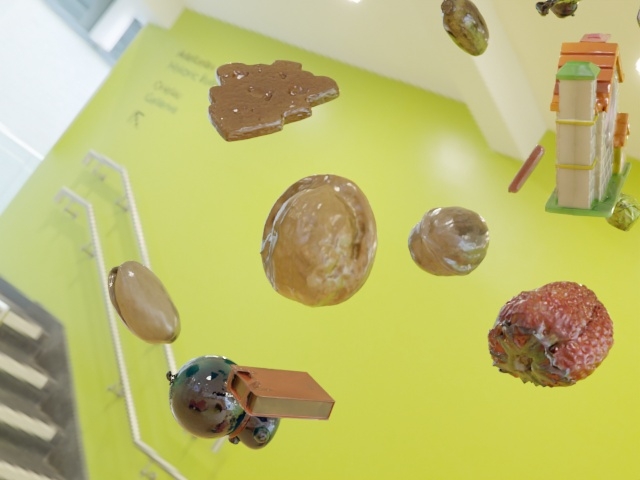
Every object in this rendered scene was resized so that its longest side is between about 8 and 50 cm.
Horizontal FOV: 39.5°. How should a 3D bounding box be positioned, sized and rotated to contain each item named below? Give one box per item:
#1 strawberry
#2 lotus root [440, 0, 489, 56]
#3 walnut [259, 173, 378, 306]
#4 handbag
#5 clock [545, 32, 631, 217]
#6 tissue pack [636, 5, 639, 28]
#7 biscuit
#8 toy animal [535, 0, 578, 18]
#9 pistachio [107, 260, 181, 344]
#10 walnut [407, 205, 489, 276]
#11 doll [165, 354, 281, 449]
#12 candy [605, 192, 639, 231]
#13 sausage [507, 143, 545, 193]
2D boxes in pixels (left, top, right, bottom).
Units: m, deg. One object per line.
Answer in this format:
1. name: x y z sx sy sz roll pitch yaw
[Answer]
1. strawberry: 0.552 0.212 2.123 0.250 0.288 0.238 48 -30 -8
2. lotus root: 0.320 -0.471 1.952 0.081 0.089 0.179 -17 -35 31
3. walnut: 0.000 0.013 2.634 0.384 0.383 0.383 34 -8 6
4. handbag: -0.082 0.299 1.754 0.190 0.062 0.127 11 15 -32
5. clock: 0.446 -0.198 1.466 0.106 0.220 0.255 7 -60 25
6. tissue pack: 0.793 -0.542 2.114 0.051 0.112 0.156 8 -8 30
7. biscuit: -0.125 -0.279 1.795 0.278 0.301 0.043 16 -47 21
8. toy animal: 0.456 -0.488 1.637 0.106 0.168 0.343 59 14 12
9. pistachio: -0.411 0.149 2.087 0.226 0.136 0.136 56 -11 -6
10. walnut: 0.239 0.002 1.650 0.162 0.140 0.140 13 7 -39
11. doll: -0.226 0.389 2.134 0.322 0.198 0.186 25 9 -13
12. candy: 0.590 -0.109 1.887 0.262 0.077 0.073 36 28 -30
13. sausage: 0.529 -0.181 2.292 0.035 0.147 0.030 39 17 31
